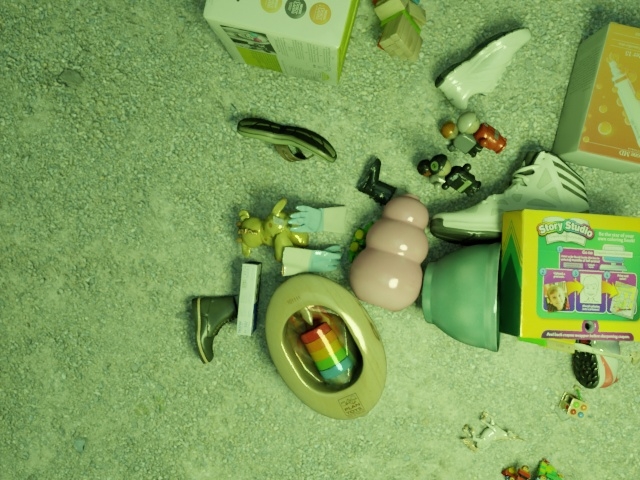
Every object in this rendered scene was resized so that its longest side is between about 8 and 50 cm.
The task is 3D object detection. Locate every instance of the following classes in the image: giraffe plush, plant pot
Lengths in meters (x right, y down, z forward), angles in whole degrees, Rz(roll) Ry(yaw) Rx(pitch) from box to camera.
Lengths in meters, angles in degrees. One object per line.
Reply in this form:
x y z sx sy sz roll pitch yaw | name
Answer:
-0.152 -0.019 1.380 0.171 0.210 0.181 -5 62 27 | giraffe plush
0.391 0.148 1.315 0.197 0.293 0.292 1 92 23 | plant pot

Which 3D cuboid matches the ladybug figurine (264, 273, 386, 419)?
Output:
0.020 0.299 1.371 0.305 0.162 0.448 -25 94 8 | ladybug figurine

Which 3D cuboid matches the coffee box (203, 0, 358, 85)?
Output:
-0.067 -0.646 1.256 0.335 0.338 0.337 14 93 1 | coffee box

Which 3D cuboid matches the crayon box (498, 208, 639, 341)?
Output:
0.647 0.089 1.212 0.364 0.106 0.312 4 86 -9 | crayon box

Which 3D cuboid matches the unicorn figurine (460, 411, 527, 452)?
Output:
0.506 0.574 1.425 0.162 0.060 0.111 -39 91 19 | unicorn figurine

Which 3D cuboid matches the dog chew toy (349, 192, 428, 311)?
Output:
0.208 0.027 1.348 0.207 0.206 0.331 18 85 2 | dog chew toy

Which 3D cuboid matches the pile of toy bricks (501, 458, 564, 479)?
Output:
0.660 0.701 1.406 0.213 0.118 0.105 26 61 10 | pile of toy bricks

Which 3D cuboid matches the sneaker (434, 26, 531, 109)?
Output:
0.475 -0.494 1.371 0.297 0.111 0.129 -36 106 7 | sneaker

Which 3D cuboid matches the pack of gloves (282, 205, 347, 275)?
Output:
0.000 0.000 1.351 0.046 0.232 0.194 14 101 44 | pack of gloves

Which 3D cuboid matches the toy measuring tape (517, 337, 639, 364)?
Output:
0.702 0.252 1.340 0.331 0.121 0.121 8 93 31 | toy measuring tape

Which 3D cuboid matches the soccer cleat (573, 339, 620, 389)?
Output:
0.806 0.266 1.385 0.117 0.109 0.317 2 88 -22 | soccer cleat

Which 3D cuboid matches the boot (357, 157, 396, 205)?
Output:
0.177 -0.169 1.411 0.099 0.045 0.121 29 100 3 | boot

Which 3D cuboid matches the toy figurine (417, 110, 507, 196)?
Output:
0.375 -0.236 1.318 0.148 0.209 0.212 31 94 -10 | toy figurine

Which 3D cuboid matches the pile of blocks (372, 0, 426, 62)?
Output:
0.214 -0.677 1.375 0.113 0.149 0.361 -7 80 45 | pile of blocks

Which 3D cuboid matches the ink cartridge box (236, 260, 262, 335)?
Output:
-0.210 0.168 1.414 0.046 0.097 0.206 6 92 2 | ink cartridge box

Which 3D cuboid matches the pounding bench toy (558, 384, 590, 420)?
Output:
0.749 0.472 1.401 0.052 0.065 0.083 21 93 2 | pounding bench toy

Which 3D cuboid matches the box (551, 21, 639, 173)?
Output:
0.812 -0.378 1.315 0.215 0.168 0.344 13 93 2 | box

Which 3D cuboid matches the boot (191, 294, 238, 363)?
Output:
-0.305 0.263 1.437 0.137 0.077 0.197 -8 93 -2 | boot

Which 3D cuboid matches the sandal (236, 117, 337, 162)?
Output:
-0.097 -0.281 1.399 0.303 0.120 0.086 16 120 3 | sandal

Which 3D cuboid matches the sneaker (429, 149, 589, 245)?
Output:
0.531 -0.120 1.365 0.449 0.169 0.257 0 80 -1 | sneaker

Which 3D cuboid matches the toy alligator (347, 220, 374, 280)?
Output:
0.105 0.027 1.421 0.051 0.056 0.189 26 96 43 | toy alligator
